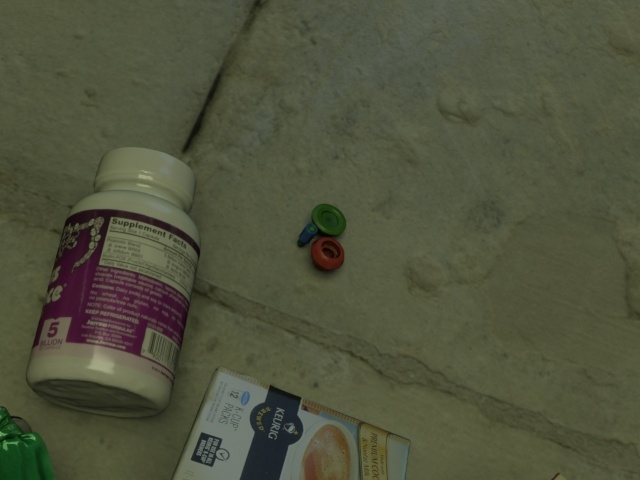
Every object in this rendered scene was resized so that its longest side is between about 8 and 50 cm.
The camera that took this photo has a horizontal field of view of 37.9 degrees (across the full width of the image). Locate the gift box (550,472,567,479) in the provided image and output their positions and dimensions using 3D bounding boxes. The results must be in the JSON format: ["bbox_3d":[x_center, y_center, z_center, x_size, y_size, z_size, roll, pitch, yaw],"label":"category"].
[{"bbox_3d":[0.263,0.423,0.975,0.276,0.255,0.258,-36,68,-24],"label":"gift box"}]

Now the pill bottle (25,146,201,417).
[{"bbox_3d":[-0.237,0.046,1.122,0.169,0.169,0.301,10,64,-6],"label":"pill bottle"}]

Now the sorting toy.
[{"bbox_3d":[0.000,0.000,1.262,0.061,0.042,0.101,16,51,-20],"label":"sorting toy"}]

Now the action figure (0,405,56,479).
[{"bbox_3d":[-0.325,0.289,1.002,0.137,0.063,0.232,-9,100,-17],"label":"action figure"}]

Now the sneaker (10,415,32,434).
[{"bbox_3d":[-0.482,0.262,1.005,0.180,0.124,0.321,22,34,31],"label":"sneaker"}]

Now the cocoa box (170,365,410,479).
[{"bbox_3d":[-0.068,0.346,0.913,0.228,0.231,0.347,21,35,-2],"label":"cocoa box"}]
